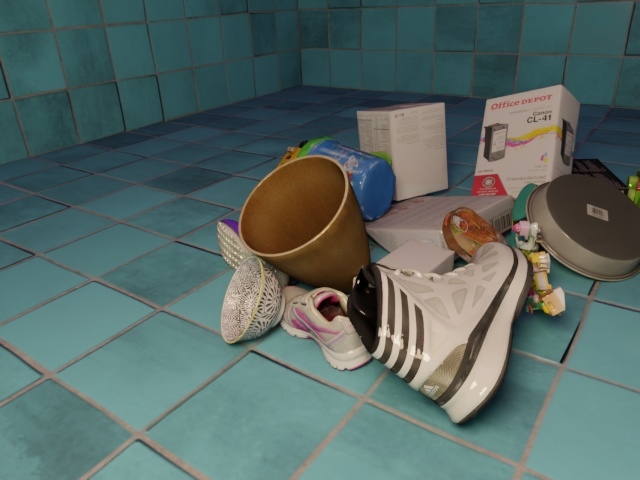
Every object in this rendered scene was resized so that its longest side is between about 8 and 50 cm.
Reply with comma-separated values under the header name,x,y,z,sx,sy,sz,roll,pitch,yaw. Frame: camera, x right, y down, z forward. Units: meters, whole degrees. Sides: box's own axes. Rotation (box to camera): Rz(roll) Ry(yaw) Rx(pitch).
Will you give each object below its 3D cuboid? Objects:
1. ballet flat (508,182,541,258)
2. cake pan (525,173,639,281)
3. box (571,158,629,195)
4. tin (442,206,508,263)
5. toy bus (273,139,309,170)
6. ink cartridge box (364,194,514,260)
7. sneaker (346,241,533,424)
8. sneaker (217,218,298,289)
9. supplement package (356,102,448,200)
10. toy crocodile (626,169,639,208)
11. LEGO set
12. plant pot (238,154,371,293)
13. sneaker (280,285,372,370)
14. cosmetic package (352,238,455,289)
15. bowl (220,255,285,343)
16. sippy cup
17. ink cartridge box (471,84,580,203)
name,x,y,z,sx,sy,sz,roll,pitch,yaw
ballet flat,0.505,-0.035,1.251,0.077,0.077,0.231,-29,29,51
cake pan,0.621,-0.044,1.185,0.292,0.054,0.293,6,52,-8
box,0.746,-0.156,1.511,0.184,0.103,0.261,4,27,8
tin,0.348,0.004,1.155,0.040,0.189,0.106,-31,29,51
toy bus,-0.071,-0.268,1.727,0.190,0.104,0.202,-29,38,27
ink cartridge box,0.268,-0.037,1.375,0.308,0.091,0.384,-24,16,-36
sneaker,0.206,0.076,0.902,0.257,0.169,0.447,34,36,6
sneaker,-0.128,0.022,1.238,0.146,0.102,0.293,-23,40,-36
supplement package,0.254,-0.282,1.608,0.199,0.263,0.198,-15,19,-24
toy crocodile,0.938,-0.150,1.475,0.115,0.105,0.340,13,29,29
LEGO set,0.406,0.084,1.033,0.107,0.132,0.287,-5,31,16
plant pot,0.000,0.000,1.057,0.237,0.254,0.237,-18,47,20
sneaker,0.002,0.132,0.972,0.102,0.111,0.252,-22,31,-34
cosmetic package,0.179,0.084,1.090,0.117,0.086,0.231,19,31,37
bowl,-0.120,0.121,0.994,0.080,0.170,0.170,20,15,-28
sippy cup,0.073,-0.154,1.413,0.224,0.240,0.306,17,75,39
ink cartridge box,0.558,-0.241,1.415,0.131,0.307,0.226,18,-11,-42
